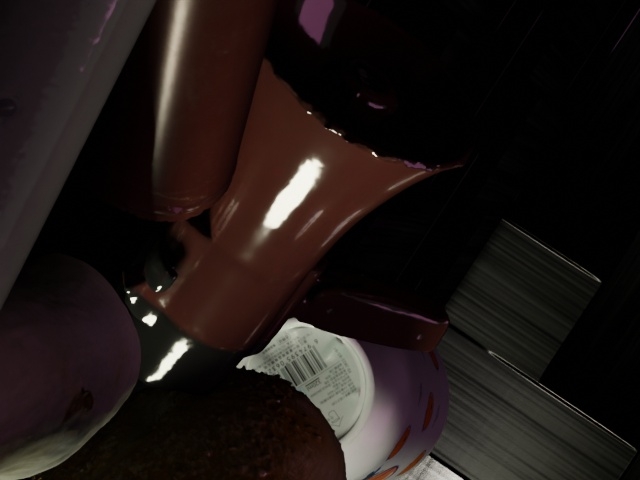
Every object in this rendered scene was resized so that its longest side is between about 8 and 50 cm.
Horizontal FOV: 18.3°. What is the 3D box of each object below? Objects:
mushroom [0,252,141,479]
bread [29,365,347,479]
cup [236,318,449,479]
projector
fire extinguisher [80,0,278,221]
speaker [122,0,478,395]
[{"bbox_3d":[-0.224,0.102,1.204,0.177,0.126,0.397,-49,173,8],"label":"mushroom"},{"bbox_3d":[-0.124,0.209,1.667,0.305,0.159,0.305,-21,-167,5],"label":"bread"},{"bbox_3d":[0.012,0.161,2.136,0.212,0.212,0.317,-56,167,1],"label":"cup"},{"bbox_3d":[-0.156,-0.090,0.986,0.337,0.108,0.108,-60,168,22],"label":"projector"},{"bbox_3d":[-0.071,-0.164,1.170,0.337,0.106,0.147,110,-7,-52],"label":"fire extinguisher"},{"bbox_3d":[-0.006,-0.023,1.576,0.259,0.198,0.329,-10,143,-42],"label":"speaker"}]
